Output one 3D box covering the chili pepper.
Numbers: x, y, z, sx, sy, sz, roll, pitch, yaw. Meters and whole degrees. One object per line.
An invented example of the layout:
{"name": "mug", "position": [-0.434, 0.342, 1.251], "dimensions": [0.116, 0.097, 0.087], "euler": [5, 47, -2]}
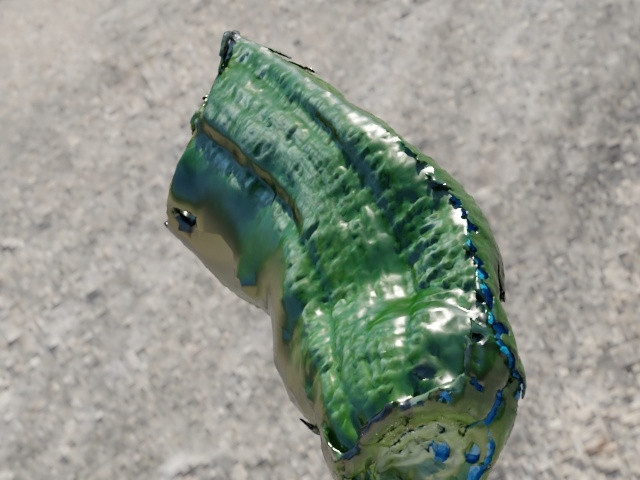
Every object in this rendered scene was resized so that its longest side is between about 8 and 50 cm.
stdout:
{"name": "chili pepper", "position": [0.002, 0.001, 0.518], "dimensions": [0.098, 0.061, 0.224], "euler": [-59, 34, 18]}
